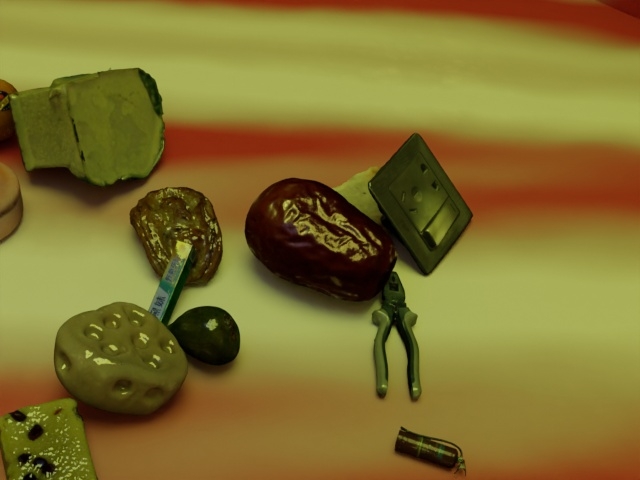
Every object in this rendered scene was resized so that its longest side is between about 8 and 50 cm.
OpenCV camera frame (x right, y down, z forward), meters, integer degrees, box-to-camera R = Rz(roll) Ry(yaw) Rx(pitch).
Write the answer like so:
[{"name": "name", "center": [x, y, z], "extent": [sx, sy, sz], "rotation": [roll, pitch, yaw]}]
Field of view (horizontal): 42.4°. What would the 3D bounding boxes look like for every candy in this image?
[{"name": "candy", "center": [-0.759, -0.077, 1.756], "extent": [0.255, 0.094, 0.255], "rotation": [5, 42, -4]}]

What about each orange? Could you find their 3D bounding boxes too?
[{"name": "orange", "center": [-0.796, -0.312, 1.969], "extent": [0.177, 0.155, 0.177], "rotation": [11, 42, -10]}]

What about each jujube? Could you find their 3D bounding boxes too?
[{"name": "jujube", "center": [0.000, 0.000, 1.721], "extent": [0.318, 0.223, 0.223], "rotation": [28, 45, 15]}]

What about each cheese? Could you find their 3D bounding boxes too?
[{"name": "cheese", "center": [-0.354, 0.207, 1.469], "extent": [0.235, 0.117, 0.218], "rotation": [26, 26, -9]}]

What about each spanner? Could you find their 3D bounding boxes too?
[{"name": "spanner", "center": [0.149, 0.181, 1.664], "extent": [0.095, 0.040, 0.325], "rotation": [6, 43, -4]}]

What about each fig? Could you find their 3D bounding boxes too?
[{"name": "fig", "center": [-0.236, 0.173, 1.564], "extent": [0.177, 0.117, 0.117], "rotation": [7, 36, 32]}]

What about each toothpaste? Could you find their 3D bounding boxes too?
[{"name": "toothpaste", "center": [-0.295, 0.089, 1.632], "extent": [0.037, 0.043, 0.178], "rotation": [17, 70, 8]}]

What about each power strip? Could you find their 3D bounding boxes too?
[{"name": "power strip", "center": [0.216, -0.081, 1.884], "extent": [0.251, 0.092, 0.257], "rotation": [51, 47, -9]}]

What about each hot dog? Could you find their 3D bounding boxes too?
[{"name": "hot dog", "center": [-0.304, -0.022, 1.758], "extent": [0.175, 0.114, 0.259], "rotation": [-14, 46, -22]}]

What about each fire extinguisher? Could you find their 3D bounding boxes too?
[{"name": "fire extinguisher", "center": [0.198, 0.373, 1.461], "extent": [0.132, 0.039, 0.056], "rotation": [16, 51, 9]}]

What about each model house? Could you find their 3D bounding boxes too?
[{"name": "model house", "center": [-0.560, -0.258, 1.930], "extent": [0.266, 0.261, 0.321], "rotation": [0, 17, 29]}]

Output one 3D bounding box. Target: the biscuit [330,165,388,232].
[{"name": "biscuit", "center": [0.071, -0.071, 1.931], "extent": [0.309, 0.040, 0.204], "rotation": [-23, 50, -30]}]

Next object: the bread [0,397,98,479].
[{"name": "bread", "center": [-0.412, 0.404, 1.291], "extent": [0.138, 0.077, 0.361], "rotation": [-11, 45, -23]}]
